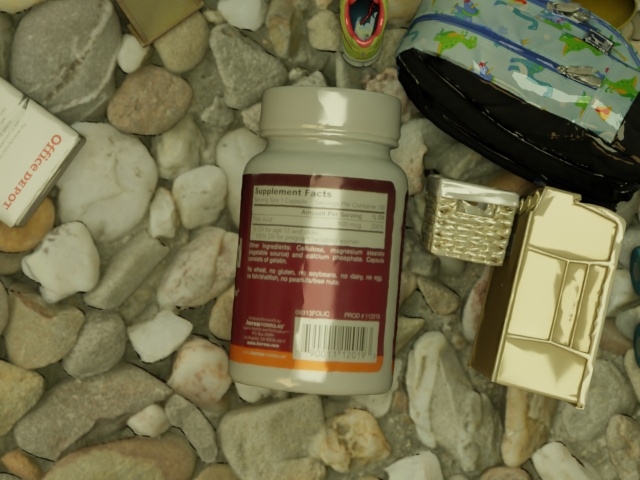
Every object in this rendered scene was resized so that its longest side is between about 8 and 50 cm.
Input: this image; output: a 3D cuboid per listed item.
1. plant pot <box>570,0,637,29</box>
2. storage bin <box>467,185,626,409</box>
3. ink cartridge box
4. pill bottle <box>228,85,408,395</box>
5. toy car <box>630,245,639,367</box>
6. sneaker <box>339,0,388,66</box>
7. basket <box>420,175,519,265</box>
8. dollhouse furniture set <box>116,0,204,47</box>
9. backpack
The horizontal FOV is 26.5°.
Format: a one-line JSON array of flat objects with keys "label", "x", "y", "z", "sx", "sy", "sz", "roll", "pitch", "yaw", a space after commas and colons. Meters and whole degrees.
[{"label": "plant pot", "x": 0.366, "y": -0.353, "z": 1.889, "sx": 0.134, "sy": 0.134, "sz": 0.095, "roll": -3, "pitch": 65, "yaw": -2}, {"label": "storage bin", "x": 0.296, "y": 0.072, "z": 1.803, "sx": 0.123, "sy": 0.262, "sz": 0.260, "roll": 14, "pitch": 89, "yaw": 1}, {"label": "ink cartridge box", "x": -0.455, "y": -0.140, "z": 1.863, "sx": 0.219, "sy": 0.092, "sz": 0.160, "roll": 36, "pitch": 89, "yaw": -1}, {"label": "pill bottle", "x": 0.000, "y": 0.000, "z": 1.812, "sx": 0.224, "sy": 0.224, "sz": 0.392, "roll": 5, "pitch": 89, "yaw": -2}, {"label": "toy car", "x": 0.555, "y": 0.090, "z": 1.823, "sx": 0.219, "sy": 0.238, "sz": 0.210, "roll": -2, "pitch": 89, "yaw": -2}, {"label": "sneaker", "x": 0.063, "y": -0.351, "z": 1.884, "sx": 0.082, "sy": 0.094, "sz": 0.208, "roll": -4, "pitch": 88, "yaw": -1}, {"label": "basket", "x": 0.197, "y": -0.028, "z": 1.850, "sx": 0.113, "sy": 0.167, "sz": 0.103, "roll": 11, "pitch": 93, "yaw": -2}, {"label": "dollhouse furniture set", "x": -0.285, "y": -0.413, "z": 1.875, "sx": 0.212, "sy": 0.161, "sz": 0.242, "roll": -35, "pitch": 68, "yaw": -2}, {"label": "backpack", "x": 0.273, "y": -0.209, "z": 1.817, "sx": 0.356, "sy": 0.290, "sz": 0.273, "roll": 16, "pitch": 80, "yaw": 5}]
